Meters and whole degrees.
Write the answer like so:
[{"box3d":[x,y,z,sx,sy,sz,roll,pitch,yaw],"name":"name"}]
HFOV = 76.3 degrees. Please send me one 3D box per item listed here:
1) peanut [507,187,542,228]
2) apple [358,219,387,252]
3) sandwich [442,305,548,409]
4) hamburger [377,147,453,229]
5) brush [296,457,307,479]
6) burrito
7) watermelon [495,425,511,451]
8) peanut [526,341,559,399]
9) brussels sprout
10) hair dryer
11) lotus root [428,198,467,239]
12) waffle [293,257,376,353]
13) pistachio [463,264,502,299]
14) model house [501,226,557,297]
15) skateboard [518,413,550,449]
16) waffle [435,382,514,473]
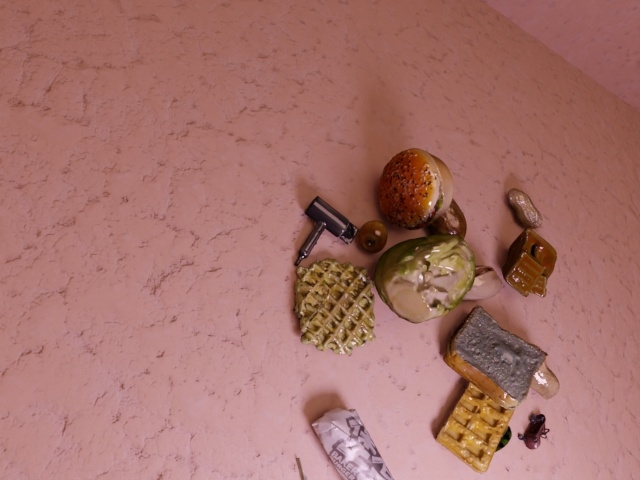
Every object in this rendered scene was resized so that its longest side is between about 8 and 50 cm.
[{"box3d":[0.938,-0.146,1.885,0.098,0.090,0.214,-30,84,-2],"name":"peanut"},{"box3d":[0.192,-0.015,1.448,0.102,0.099,0.114,-49,122,-56],"name":"apple"},{"box3d":[0.608,0.408,1.441,0.301,0.099,0.271,37,50,17],"name":"sandwich"},{"box3d":[0.335,-0.182,1.478,0.176,0.300,0.300,-8,75,-35],"name":"hamburger"},{"box3d":[-0.049,0.645,1.131,0.013,0.016,0.084,-7,75,-42],"name":"brush"},{"box3d":[0.139,0.676,1.165,0.139,0.101,0.446,-30,84,-37],"name":"burrito"},{"box3d":[0.584,0.678,1.412,0.135,0.125,0.094,-14,47,-11],"name":"watermelon"},{"box3d":[0.825,0.489,1.568,0.123,0.123,0.257,-38,90,-32],"name":"peanut"},{"box3d":[0.335,0.131,1.352,0.371,0.314,0.276,-26,95,-46],"name":"brussels sprout"},{"box3d":[0.000,0.000,1.381,0.195,0.078,0.248,37,69,-10],"name":"hair dryer"},{"box3d":[0.494,-0.077,1.613,0.145,0.128,0.260,-22,76,-17],"name":"lotus root"},{"box3d":[0.055,0.204,1.317,0.297,0.073,0.317,6,69,-25],"name":"waffle"},{"box3d":[0.603,0.167,1.575,0.215,0.144,0.144,-4,73,-18],"name":"pistachio"},{"box3d":[0.874,0.129,1.696,0.268,0.173,0.239,37,58,-7],"name":"model house"},{"box3d":[0.804,0.712,1.511,0.151,0.067,0.080,-34,97,-36],"name":"skateboard"},{"box3d":[0.519,0.612,1.360,0.168,0.057,0.274,31,54,24],"name":"waffle"}]
